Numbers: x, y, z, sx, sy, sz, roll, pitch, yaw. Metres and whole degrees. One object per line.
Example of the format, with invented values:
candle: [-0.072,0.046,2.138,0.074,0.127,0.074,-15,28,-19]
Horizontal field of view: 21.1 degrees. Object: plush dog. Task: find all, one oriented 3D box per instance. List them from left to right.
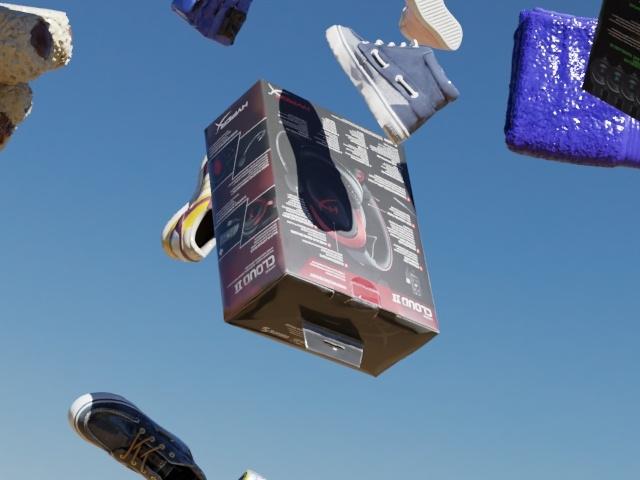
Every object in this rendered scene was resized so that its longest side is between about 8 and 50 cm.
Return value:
plush dog: [-0.490,-0.236,2.530,0.210,0.225,0.262,10,10,-1]

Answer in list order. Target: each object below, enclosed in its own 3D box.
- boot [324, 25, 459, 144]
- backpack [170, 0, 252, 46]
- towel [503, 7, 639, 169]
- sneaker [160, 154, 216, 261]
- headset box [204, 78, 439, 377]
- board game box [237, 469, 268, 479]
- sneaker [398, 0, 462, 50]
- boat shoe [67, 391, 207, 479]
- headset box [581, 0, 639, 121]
boot: [0.074,-0.177,1.767,0.086,0.190,0.069,-34,-44,4]
backpack: [-0.151,-0.360,2.514,0.098,0.120,0.101,40,14,36]
towel: [0.410,-0.204,2.327,0.308,0.228,0.076,7,-25,1]
sneaker: [-0.123,-0.052,2.151,0.069,0.185,0.084,37,-17,-32]
headset box: [0.000,0.000,1.846,0.218,0.293,0.110,22,-46,-36]
board game box: [-0.111,0.360,1.748,0.060,0.194,0.194,26,-36,-10]
sneaker: [0.117,-0.282,2.096,0.070,0.051,0.134,13,-26,38]
boat shoe: [-0.204,0.237,1.971,0.183,0.065,0.083,34,4,-39]
headset box: [0.426,-0.266,1.840,0.246,0.283,0.131,-19,42,-39]
